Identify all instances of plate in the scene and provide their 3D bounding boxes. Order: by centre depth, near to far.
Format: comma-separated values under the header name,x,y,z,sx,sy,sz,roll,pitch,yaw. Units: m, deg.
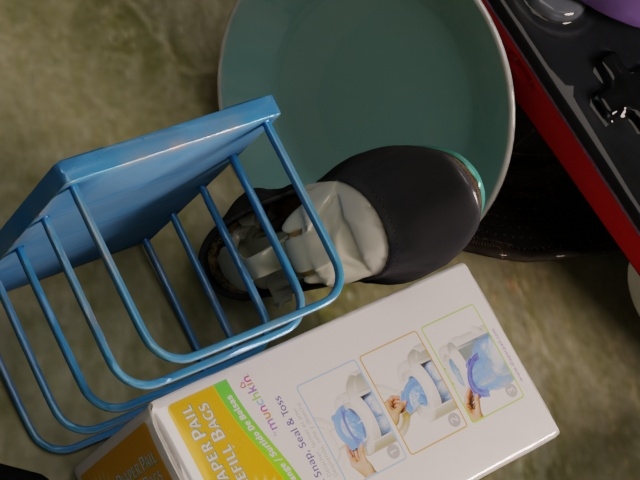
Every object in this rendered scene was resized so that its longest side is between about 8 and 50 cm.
name,x,y,z,sx,sy,sz,roll,pitch,yaw
plate,0.025,-0.077,0.940,0.024,0.188,0.188,-21,76,-54

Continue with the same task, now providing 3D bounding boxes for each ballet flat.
name,x,y,z,sx,sy,sz,roll,pitch,yaw
ballet flat,0.000,0.000,0.876,0.074,0.203,0.074,5,81,-33

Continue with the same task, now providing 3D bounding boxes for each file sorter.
name,x,y,z,sx,sy,sz,roll,pitch,yaw
file sorter,-0.084,0.023,0.838,0.118,0.170,0.104,-20,80,-33

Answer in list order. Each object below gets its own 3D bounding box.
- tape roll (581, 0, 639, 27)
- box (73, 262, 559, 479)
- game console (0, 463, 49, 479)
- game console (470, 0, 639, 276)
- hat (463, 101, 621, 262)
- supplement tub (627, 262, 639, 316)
name,x,y,z,sx,sy,sz,roll,pitch,yaw
tape roll,0.185,-0.209,0.912,0.189,0.080,0.189,10,63,-20
box,-0.003,0.106,0.870,0.203,0.114,0.103,-22,79,-35
game console,-0.300,0.088,0.701,0.293,0.250,0.173,-26,106,-34
game console,0.254,-0.146,0.990,0.386,0.060,0.342,-28,78,-32
hat,0.132,-0.157,1.060,0.331,0.134,0.331,11,62,-21
supplement tub,0.288,-0.019,1.063,0.144,0.144,0.200,44,54,-1
